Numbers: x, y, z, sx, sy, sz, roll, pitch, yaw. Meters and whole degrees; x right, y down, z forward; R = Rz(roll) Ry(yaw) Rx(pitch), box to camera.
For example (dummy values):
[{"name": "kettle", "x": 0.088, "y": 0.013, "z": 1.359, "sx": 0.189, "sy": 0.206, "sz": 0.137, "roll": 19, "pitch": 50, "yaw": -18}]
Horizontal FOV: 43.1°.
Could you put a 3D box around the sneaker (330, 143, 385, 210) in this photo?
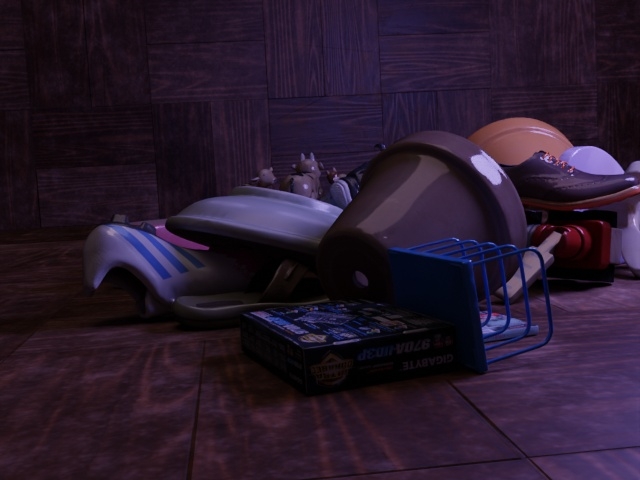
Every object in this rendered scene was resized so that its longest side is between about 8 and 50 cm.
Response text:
[{"name": "sneaker", "x": 0.157, "y": -0.052, "z": 1.395, "sx": 0.268, "sy": 0.153, "sz": 0.101, "roll": 41, "pitch": -6, "yaw": 9}]

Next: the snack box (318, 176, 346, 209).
[{"name": "snack box", "x": 0.097, "y": -0.046, "z": 1.650, "sx": 0.207, "sy": 0.070, "sz": 0.174, "roll": 11, "pitch": -28, "yaw": -28}]

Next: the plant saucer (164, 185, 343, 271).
[{"name": "plant saucer", "x": -0.060, "y": -0.018, "z": 1.391, "sx": 0.400, "sy": 0.101, "sz": 0.400, "roll": 13, "pitch": -6, "yaw": 1}]

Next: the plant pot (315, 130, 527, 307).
[{"name": "plant pot", "x": 0.118, "y": 0.009, "z": 1.123, "sx": 0.263, "sy": 0.263, "sz": 0.229, "roll": 2, "pitch": 27, "yaw": 42}]

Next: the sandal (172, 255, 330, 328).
[{"name": "sandal", "x": -0.068, "y": 0.069, "z": 1.199, "sx": 0.302, "sy": 0.086, "sz": 0.120, "roll": -6, "pitch": 6, "yaw": -25}]

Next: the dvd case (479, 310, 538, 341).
[{"name": "dvd case", "x": 0.207, "y": 0.108, "z": 1.032, "sx": 0.087, "sy": 0.013, "sz": 0.119, "roll": -5, "pitch": 5, "yaw": -20}]

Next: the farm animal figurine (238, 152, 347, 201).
[{"name": "farm animal figurine", "x": -0.061, "y": -0.134, "z": 2.105, "sx": 0.330, "sy": 0.172, "sz": 0.327, "roll": -10, "pitch": 10, "yaw": -2}]

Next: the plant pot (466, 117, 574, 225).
[{"name": "plant pot", "x": 0.405, "y": -0.079, "z": 1.600, "sx": 0.290, "sy": 0.291, "sz": 0.203, "roll": -3, "pitch": 21, "yaw": -2}]

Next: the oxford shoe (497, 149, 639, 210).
[{"name": "oxford shoe", "x": 0.387, "y": -0.100, "z": 1.337, "sx": 0.271, "sy": 0.098, "sz": 0.097, "roll": -1, "pitch": 7, "yaw": 24}]

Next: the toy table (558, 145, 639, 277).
[{"name": "toy table", "x": 0.550, "y": -0.053, "z": 1.440, "sx": 0.274, "sy": 0.252, "sz": 0.161, "roll": 31, "pitch": -13, "yaw": -36}]

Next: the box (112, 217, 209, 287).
[{"name": "box", "x": -0.283, "y": 0.019, "z": 1.616, "sx": 0.148, "sy": 0.127, "sz": 0.232, "roll": 1, "pitch": 7, "yaw": 39}]

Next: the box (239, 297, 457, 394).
[{"name": "box", "x": 0.023, "y": 0.111, "z": 0.915, "sx": 0.175, "sy": 0.051, "sz": 0.220, "roll": -6, "pitch": 6, "yaw": -23}]

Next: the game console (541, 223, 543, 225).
[{"name": "game console", "x": 0.510, "y": -0.018, "z": 1.828, "sx": 0.107, "sy": 0.071, "sz": 0.122, "roll": -5, "pitch": 7, "yaw": -16}]

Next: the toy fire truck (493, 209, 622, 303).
[{"name": "toy fire truck", "x": 0.336, "y": 0.021, "z": 1.312, "sx": 0.246, "sy": 0.159, "sz": 0.217, "roll": 6, "pitch": -1, "yaw": -43}]

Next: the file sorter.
[{"name": "file sorter", "x": 0.167, "y": 0.062, "z": 0.918, "sx": 0.104, "sy": 0.118, "sz": 0.170, "roll": -14, "pitch": 9, "yaw": -20}]

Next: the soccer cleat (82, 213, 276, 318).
[{"name": "soccer cleat", "x": -0.208, "y": 0.071, "z": 1.263, "sx": 0.331, "sy": 0.143, "sz": 0.116, "roll": 15, "pitch": -32, "yaw": -16}]
